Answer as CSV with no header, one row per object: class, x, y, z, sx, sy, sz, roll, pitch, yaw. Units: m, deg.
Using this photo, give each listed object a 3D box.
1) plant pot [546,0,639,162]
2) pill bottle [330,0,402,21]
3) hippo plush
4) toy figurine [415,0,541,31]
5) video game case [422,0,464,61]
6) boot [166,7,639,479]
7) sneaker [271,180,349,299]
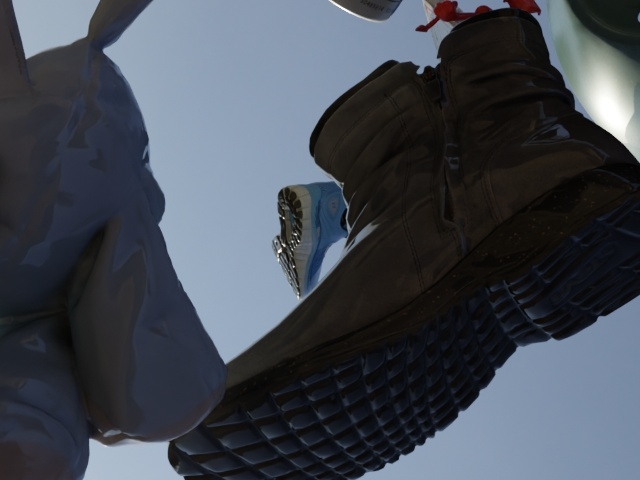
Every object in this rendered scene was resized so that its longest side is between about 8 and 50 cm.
plant pot,0.269,-0.179,0.841,0.290,0.195,0.290,-5,-98,39
pill bottle,0.050,-0.218,0.805,0.137,0.078,0.078,-53,-142,26
hippo plush,-0.197,-0.009,0.671,0.237,0.234,0.294,9,-75,63
toy figurine,0.155,-0.409,1.225,0.362,0.191,0.217,94,-25,-51
video game case,0.193,-0.138,1.354,0.285,0.025,0.204,-120,-173,-57
boot,0.036,0.005,0.788,0.338,0.118,0.222,-28,-134,-2
sneaker,0.000,0.000,1.165,0.162,0.073,0.063,102,-35,-58
